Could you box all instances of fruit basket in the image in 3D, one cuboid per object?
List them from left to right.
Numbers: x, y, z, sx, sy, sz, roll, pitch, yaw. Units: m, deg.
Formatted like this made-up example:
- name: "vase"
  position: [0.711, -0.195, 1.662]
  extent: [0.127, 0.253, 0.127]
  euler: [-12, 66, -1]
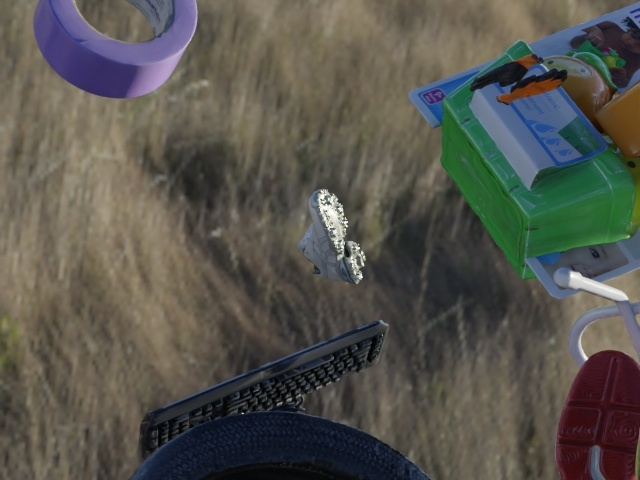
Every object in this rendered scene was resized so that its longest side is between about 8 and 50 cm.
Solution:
- name: "fruit basket"
  position: [0.316, -0.122, 1.417]
  extent: [0.353, 0.165, 0.327]
  euler: [-24, 54, -7]

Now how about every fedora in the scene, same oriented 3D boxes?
- name: "fedora"
  position: [-0.034, 0.286, 1.149]
  extent: [0.333, 0.334, 0.152]
  euler: [8, 5, -11]

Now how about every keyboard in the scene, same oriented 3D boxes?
- name: "keyboard"
  position: [-0.071, 0.194, 1.625]
  extent: [0.317, 0.201, 0.033]
  euler: [-20, 69, -18]

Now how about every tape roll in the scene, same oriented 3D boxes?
- name: "tape roll"
  position: [-0.252, -0.275, 1.657]
  extent: [0.189, 0.080, 0.189]
  euler: [11, 59, -20]

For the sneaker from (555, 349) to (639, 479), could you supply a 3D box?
- name: "sneaker"
  position: [0.235, 0.209, 1.214]
  extent: [0.087, 0.221, 0.128]
  euler: [11, -6, -4]

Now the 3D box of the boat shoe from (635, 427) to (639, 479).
- name: "boat shoe"
  position: [0.282, 0.176, 0.983]
  extent: [0.116, 0.325, 0.096]
  euler: [2, 5, 20]

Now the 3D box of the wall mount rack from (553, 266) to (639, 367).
- name: "wall mount rack"
  position: [0.374, 0.087, 1.242]
  extent: [0.350, 0.304, 0.130]
  euler: [-10, 36, 29]

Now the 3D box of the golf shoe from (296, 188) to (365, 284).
- name: "golf shoe"
  position: [0.000, 0.000, 1.910]
  extent: [0.086, 0.176, 0.069]
  euler: [-3, 46, 21]

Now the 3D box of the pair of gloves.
- name: "pair of gloves"
  position: [0.182, -0.145, 1.235]
  extent: [0.074, 0.010, 0.083]
  euler: [-21, -22, 35]

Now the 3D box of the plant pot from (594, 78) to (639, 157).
- name: "plant pot"
  position: [0.397, -0.105, 1.274]
  extent: [0.188, 0.205, 0.205]
  euler: [54, 31, 2]
